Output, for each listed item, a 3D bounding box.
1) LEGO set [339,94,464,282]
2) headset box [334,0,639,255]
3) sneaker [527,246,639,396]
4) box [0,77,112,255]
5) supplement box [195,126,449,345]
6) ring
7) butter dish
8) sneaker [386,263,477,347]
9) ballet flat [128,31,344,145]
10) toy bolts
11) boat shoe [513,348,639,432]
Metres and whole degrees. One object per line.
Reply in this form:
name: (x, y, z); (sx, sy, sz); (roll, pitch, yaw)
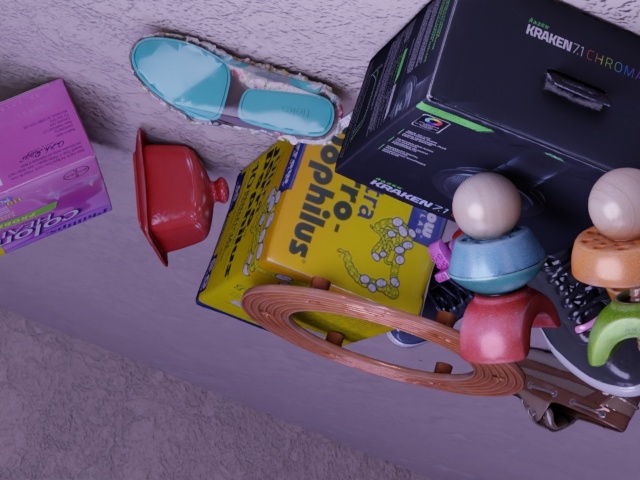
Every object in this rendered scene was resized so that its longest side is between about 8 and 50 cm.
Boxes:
LEGO set: (0.104, -0.054, 1.456); (0.227, 0.093, 0.087); (54, 146, -7)
headset box: (0.180, -0.108, 1.291); (0.246, 0.131, 0.283); (21, 164, -13)
sneaker: (0.255, 0.030, 1.508); (0.295, 0.105, 0.147); (62, -176, 33)
box: (-0.401, -0.082, 1.862); (0.214, 0.117, 0.243); (-23, 168, -9)
supplement box: (0.000, 0.000, 1.752); (0.195, 0.194, 0.356); (22, 164, -14)
ring: (0.072, 0.109, 1.625); (0.337, 0.032, 0.336); (17, 165, 5)
butter dish: (-0.180, -0.060, 1.896); (0.118, 0.159, 0.160); (-6, 162, 1)
sneaker: (0.180, 0.039, 1.699); (0.086, 0.226, 0.163); (54, 164, 5)
ballet flat: (-0.089, -0.157, 1.530); (0.241, 0.091, 0.077); (21, -173, 2)
toy bolts: (0.225, 0.004, 1.231); (0.229, 0.158, 0.218); (-4, -164, 29)
boat shoe: (0.377, 0.250, 2.339); (0.123, 0.116, 0.324); (31, 160, -38)
